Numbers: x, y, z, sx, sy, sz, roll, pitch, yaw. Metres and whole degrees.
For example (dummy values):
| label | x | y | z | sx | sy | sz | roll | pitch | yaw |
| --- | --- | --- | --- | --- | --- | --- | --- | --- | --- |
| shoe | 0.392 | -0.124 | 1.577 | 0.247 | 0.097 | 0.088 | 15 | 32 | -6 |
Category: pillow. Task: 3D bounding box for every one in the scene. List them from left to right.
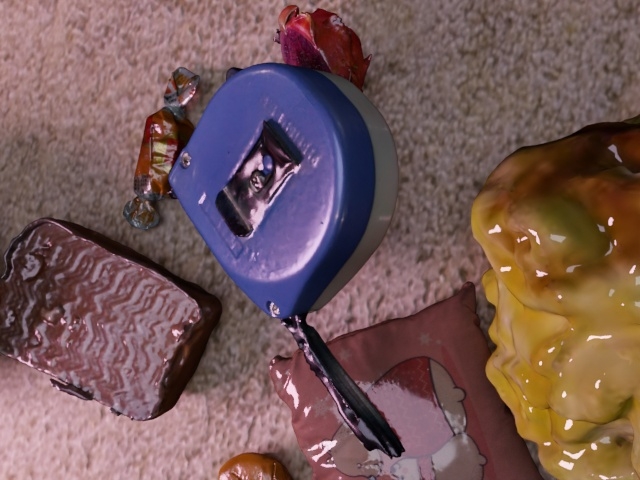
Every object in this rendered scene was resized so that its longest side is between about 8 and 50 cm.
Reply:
| label | x | y | z | sx | sy | sz | roll | pitch | yaw |
| --- | --- | --- | --- | --- | --- | --- | --- | --- | --- |
| pillow | 0.085 | 0.182 | 0.637 | 0.223 | 0.084 | 0.236 | -18 | 83 | 3 |

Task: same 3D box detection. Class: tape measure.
| label | x | y | z | sx | sy | sz | roll | pitch | yaw |
| --- | --- | --- | --- | --- | --- | --- | --- | --- | --- |
| tape measure | 0.000 | 0.000 | 0.577 | 0.351 | 0.098 | 0.215 | 51 | 124 | 24 |

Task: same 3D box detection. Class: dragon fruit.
| label | x | y | z | sx | sy | sz | roll | pitch | yaw |
| --- | --- | --- | --- | --- | --- | --- | --- | --- | --- |
| dragon fruit | 0.011 | -0.180 | 0.661 | 0.068 | 0.112 | 0.126 | -34 | 77 | -17 |

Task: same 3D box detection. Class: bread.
| label | x | y | z | sx | sy | sz | roll | pitch | yaw |
| --- | --- | --- | --- | --- | --- | --- | --- | --- | --- |
| bread | -0.064 | 0.255 | 0.670 | 0.081 | 0.046 | 0.083 | 6 | 88 | 10 |

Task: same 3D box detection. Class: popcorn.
| label | x | y | z | sx | sy | sz | roll | pitch | yaw |
| --- | --- | --- | --- | --- | --- | --- | --- | --- | --- |
| popcorn | 0.275 | 0.052 | 0.526 | 0.312 | 0.312 | 0.312 | 0 | 86 | 7 |

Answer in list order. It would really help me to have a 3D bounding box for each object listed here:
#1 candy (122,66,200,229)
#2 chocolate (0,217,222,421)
| label | x | y | z | sx | sy | sz | roll | pitch | yaw |
| --- | --- | --- | --- | --- | --- | --- | --- | --- | --- |
| candy | -0.167 | -0.099 | 0.704 | 0.053 | 0.046 | 0.182 | 17 | 91 | 9 |
| chocolate | -0.221 | 0.077 | 0.677 | 0.214 | 0.093 | 0.148 | 27 | 89 | 7 |
